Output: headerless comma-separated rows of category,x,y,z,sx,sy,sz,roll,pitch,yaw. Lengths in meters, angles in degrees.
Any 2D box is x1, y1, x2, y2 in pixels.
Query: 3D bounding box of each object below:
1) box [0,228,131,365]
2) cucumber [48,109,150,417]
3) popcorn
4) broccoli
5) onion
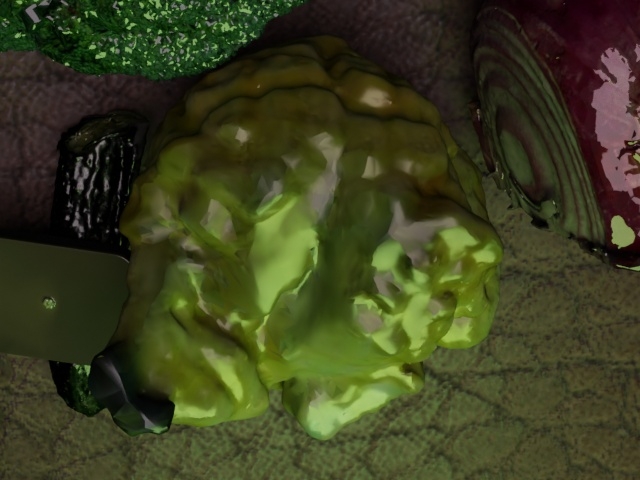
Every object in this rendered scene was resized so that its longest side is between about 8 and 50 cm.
box,-0.191,0.040,1.155,0.126,0.031,0.091,7,110,5
cucumber,-0.173,0.025,1.196,0.067,0.067,0.245,5,108,-9
popcorn,0.000,-0.002,1.115,0.293,0.237,0.293,0,94,1
broccoli,-0.125,-0.228,1.015,0.269,0.254,0.269,-2,96,-23
onion,0.238,-0.110,1.116,0.256,0.272,0.230,-11,105,-40
